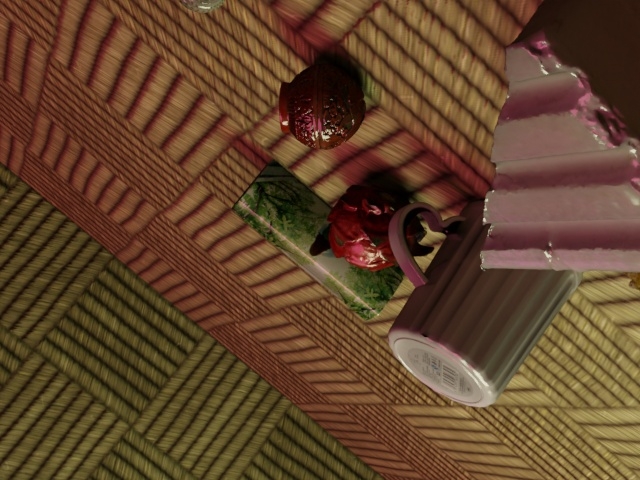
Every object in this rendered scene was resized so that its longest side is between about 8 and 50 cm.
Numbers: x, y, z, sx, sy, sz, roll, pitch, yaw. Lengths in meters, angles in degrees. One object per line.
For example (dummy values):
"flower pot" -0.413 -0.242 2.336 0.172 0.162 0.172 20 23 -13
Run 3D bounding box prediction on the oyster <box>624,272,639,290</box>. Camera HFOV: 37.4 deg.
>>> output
"oyster" 0.374 0.045 1.004 0.122 0.045 0.146 29 164 -19

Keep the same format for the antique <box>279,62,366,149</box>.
"antique" 0.004 -0.154 1.091 0.104 0.104 0.104 32 160 14

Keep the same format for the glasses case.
"glasses case" 0.000 0.000 1.440 0.272 0.095 0.062 39 159 -7

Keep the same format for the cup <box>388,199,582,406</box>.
"cup" 0.170 0.066 1.140 0.221 0.202 0.167 30 156 18

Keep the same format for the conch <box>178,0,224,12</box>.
"conch" -0.147 -0.300 1.089 0.085 0.056 0.076 16 138 45

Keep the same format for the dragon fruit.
"dragon fruit" 0.071 -0.018 1.259 0.121 0.130 0.142 -22 148 20

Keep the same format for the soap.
"soap" 0.190 -0.100 0.804 0.258 0.159 0.302 42 158 -23
